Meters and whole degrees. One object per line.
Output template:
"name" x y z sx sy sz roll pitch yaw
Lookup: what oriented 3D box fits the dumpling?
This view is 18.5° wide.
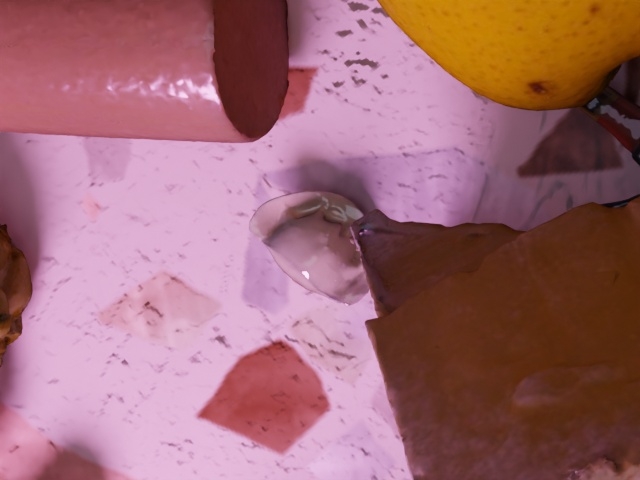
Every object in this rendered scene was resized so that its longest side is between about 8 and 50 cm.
"dumpling" 0.001 0.001 1.176 0.077 0.043 0.059 35 91 31

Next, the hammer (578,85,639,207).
"hammer" 0.106 -0.119 1.123 0.288 0.033 0.111 39 108 14

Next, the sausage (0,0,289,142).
"sausage" -0.152 -0.121 1.177 0.253 0.123 0.123 2 97 22

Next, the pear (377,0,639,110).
"pear" 0.103 -0.242 1.002 0.285 0.285 0.336 8 132 21

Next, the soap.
"soap" 0.202 0.028 0.997 0.339 0.304 0.169 -27 130 10

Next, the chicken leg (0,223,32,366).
"chicken leg" -0.231 0.061 1.250 0.103 0.088 0.227 -10 89 9
